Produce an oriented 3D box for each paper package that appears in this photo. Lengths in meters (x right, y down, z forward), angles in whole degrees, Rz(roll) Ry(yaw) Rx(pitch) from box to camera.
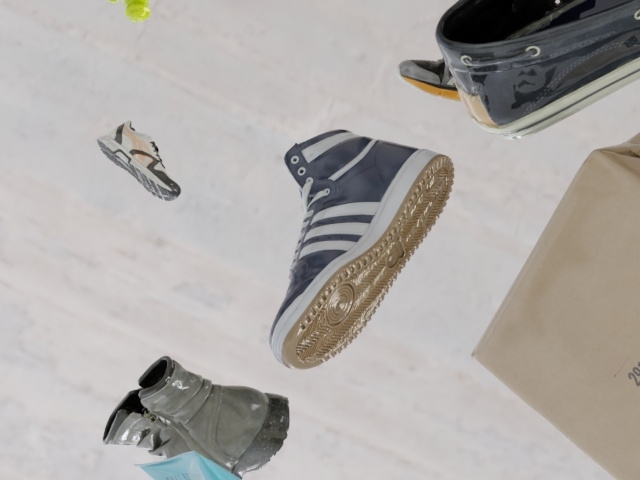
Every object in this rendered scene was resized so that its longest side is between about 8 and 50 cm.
[{"bbox_3d":[0.372,0.086,1.689,0.309,0.168,0.325,40,128,19],"label":"paper package"}]

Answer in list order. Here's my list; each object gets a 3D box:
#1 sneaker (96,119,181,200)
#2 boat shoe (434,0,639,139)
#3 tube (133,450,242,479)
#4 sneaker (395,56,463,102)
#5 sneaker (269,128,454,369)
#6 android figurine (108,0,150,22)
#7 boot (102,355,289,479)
[{"bbox_3d":[-0.173,-0.082,1.546,0.109,0.044,0.040,40,161,23],"label":"sneaker"},{"bbox_3d":[0.336,-0.286,1.603,0.500,0.187,0.156,-31,127,22],"label":"boat shoe"},{"bbox_3d":[-0.037,0.213,1.124,0.207,0.052,0.080,41,140,-22],"label":"tube"},{"bbox_3d":[0.199,-0.209,1.932,0.215,0.084,0.083,6,100,-6],"label":"sneaker"},{"bbox_3d":[0.000,0.000,1.565,0.153,0.282,0.099,23,150,29],"label":"sneaker"},{"bbox_3d":[-0.145,-0.303,1.246,0.056,0.273,0.248,14,141,-39],"label":"android figurine"},{"bbox_3d":[-0.151,0.215,1.586,0.161,0.083,0.246,20,125,-20],"label":"boot"}]
